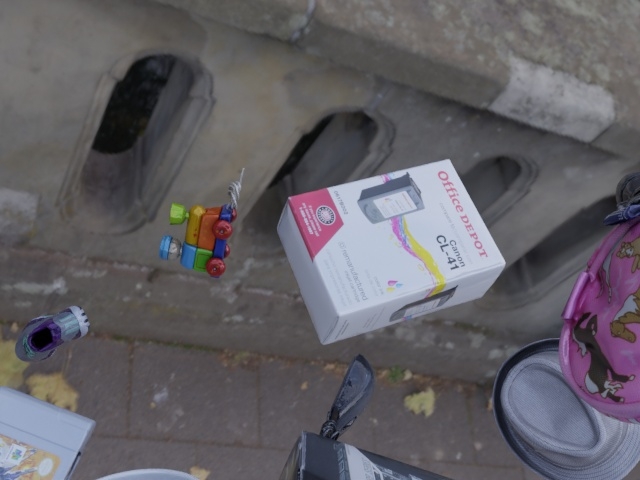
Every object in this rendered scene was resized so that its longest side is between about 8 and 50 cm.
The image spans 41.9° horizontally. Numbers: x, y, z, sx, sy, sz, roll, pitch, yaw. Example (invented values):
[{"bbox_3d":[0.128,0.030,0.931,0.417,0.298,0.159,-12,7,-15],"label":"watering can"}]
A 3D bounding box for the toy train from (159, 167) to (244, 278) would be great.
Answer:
[{"bbox_3d":[-0.247,-0.052,1.729,0.143,0.248,0.105,11,24,-5],"label":"toy train"}]

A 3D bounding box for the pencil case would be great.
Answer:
[{"bbox_3d":[0.379,0.078,0.632,0.386,0.160,0.167,10,54,-16],"label":"pencil case"}]

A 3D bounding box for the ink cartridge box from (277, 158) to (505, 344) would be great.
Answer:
[{"bbox_3d":[0.111,0.013,1.380,0.306,0.131,0.226,-16,66,-19],"label":"ink cartridge box"}]

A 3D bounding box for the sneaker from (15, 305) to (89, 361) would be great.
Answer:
[{"bbox_3d":[-0.554,0.190,1.632,0.098,0.224,0.083,-25,86,-56],"label":"sneaker"}]

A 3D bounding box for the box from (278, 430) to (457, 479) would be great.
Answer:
[{"bbox_3d":[0.115,0.261,0.532,0.307,0.076,0.242,20,19,-7],"label":"box"}]

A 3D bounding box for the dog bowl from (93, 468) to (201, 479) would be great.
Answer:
[{"bbox_3d":[-0.291,0.462,1.286,0.265,0.265,0.104,-16,108,-39],"label":"dog bowl"}]

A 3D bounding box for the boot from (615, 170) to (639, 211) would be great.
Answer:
[{"bbox_3d":[0.496,-0.050,1.043,0.229,0.263,0.091,-34,116,-75],"label":"boot"}]

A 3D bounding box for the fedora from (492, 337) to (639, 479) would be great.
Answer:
[{"bbox_3d":[0.414,0.292,1.425,0.275,0.243,0.124,48,12,25],"label":"fedora"}]

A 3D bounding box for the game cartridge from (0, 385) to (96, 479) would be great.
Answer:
[{"bbox_3d":[-0.515,0.390,1.334,0.198,0.062,0.297,23,60,-2],"label":"game cartridge"}]

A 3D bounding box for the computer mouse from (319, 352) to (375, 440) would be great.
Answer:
[{"bbox_3d":[0.067,0.377,1.875,0.072,0.188,0.272,19,51,11],"label":"computer mouse"}]
